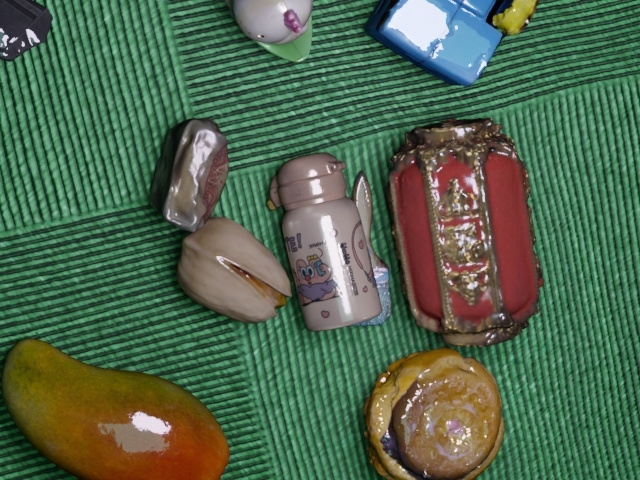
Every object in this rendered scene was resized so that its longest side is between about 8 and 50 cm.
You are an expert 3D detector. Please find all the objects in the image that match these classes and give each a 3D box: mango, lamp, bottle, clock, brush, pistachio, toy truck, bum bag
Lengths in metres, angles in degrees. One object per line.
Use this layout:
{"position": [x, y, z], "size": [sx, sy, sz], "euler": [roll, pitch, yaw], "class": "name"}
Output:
{"position": [-0.247, 0.221, 1.538], "size": [0.289, 0.129, 0.146], "euler": [18, 96, -4], "class": "mango"}
{"position": [0.173, -0.010, 1.562], "size": [0.177, 0.177, 0.273], "euler": [-12, 100, -10], "class": "lamp"}
{"position": [0.000, 0.000, 1.566], "size": [0.110, 0.097, 0.209], "euler": [-13, 92, 31], "class": "bottle"}
{"position": [-0.075, -0.307, 1.488], "size": [0.103, 0.144, 0.231], "euler": [-34, 102, -7], "class": "clock"}
{"position": [0.053, 0.010, 1.622], "size": [0.070, 0.021, 0.196], "euler": [-3, 96, -10], "class": "brush"}
{"position": [-0.103, 0.038, 1.548], "size": [0.149, 0.113, 0.113], "euler": [30, 91, -10], "class": "pistachio"}
{"position": [0.202, -0.376, 1.526], "size": [0.161, 0.162, 0.385], "euler": [29, 90, -13], "class": "toy truck"}
{"position": [-0.402, -0.276, 1.478], "size": [0.198, 0.049, 0.087], "euler": [33, 66, -13], "class": "bum bag"}

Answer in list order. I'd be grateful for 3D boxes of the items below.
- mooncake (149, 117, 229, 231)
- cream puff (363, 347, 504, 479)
{"position": [-0.147, -0.080, 1.514], "size": [0.073, 0.125, 0.129], "euler": [13, 98, -17], "class": "mooncake"}
{"position": [0.136, 0.225, 1.611], "size": [0.189, 0.129, 0.189], "euler": [0, 91, -18], "class": "cream puff"}
